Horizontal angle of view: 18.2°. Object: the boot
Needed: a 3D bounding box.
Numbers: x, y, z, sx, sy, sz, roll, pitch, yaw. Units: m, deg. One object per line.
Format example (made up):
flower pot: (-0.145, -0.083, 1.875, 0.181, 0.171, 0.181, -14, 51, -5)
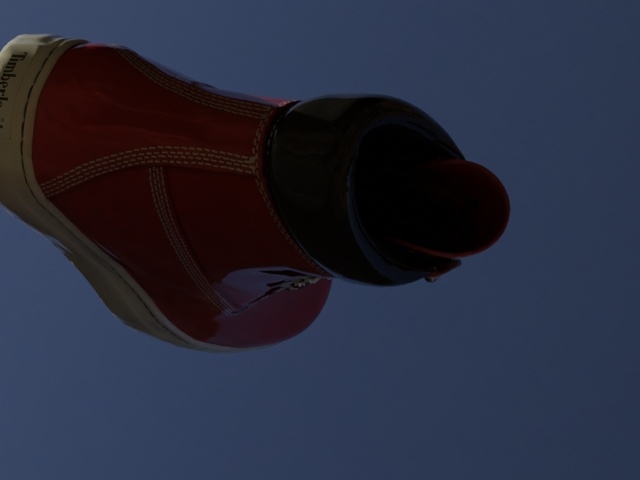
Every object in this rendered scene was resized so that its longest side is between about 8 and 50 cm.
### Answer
boot: (0.000, 0.000, 0.766, 0.176, 0.244, 0.088, 10, -103, 23)
